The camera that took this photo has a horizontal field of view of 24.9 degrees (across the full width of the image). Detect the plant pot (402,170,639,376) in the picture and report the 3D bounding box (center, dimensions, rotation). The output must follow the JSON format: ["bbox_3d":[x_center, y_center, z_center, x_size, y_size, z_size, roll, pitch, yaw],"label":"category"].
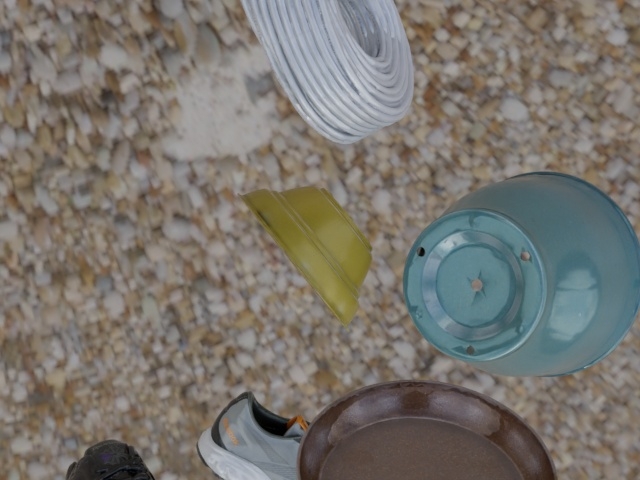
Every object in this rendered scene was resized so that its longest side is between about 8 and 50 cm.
[{"bbox_3d":[0.232,0.049,1.796,0.255,0.272,0.271,-4,124,-61],"label":"plant pot"}]

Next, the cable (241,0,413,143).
[{"bbox_3d":[0.013,-0.232,1.526,0.089,0.257,0.257,-20,92,24],"label":"cable"}]

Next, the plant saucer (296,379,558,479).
[{"bbox_3d":[0.068,0.157,0.934,0.168,0.168,0.029,-7,128,-15],"label":"plant saucer"}]

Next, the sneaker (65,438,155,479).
[{"bbox_3d":[-0.193,0.245,1.332,0.107,0.283,0.124,-5,81,-24],"label":"sneaker"}]

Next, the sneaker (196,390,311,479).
[{"bbox_3d":[-0.010,0.278,1.724,0.272,0.100,0.108,30,104,-6],"label":"sneaker"}]

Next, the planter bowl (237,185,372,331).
[{"bbox_3d":[0.000,0.000,1.764,0.090,0.217,0.217,-39,120,-2],"label":"planter bowl"}]
